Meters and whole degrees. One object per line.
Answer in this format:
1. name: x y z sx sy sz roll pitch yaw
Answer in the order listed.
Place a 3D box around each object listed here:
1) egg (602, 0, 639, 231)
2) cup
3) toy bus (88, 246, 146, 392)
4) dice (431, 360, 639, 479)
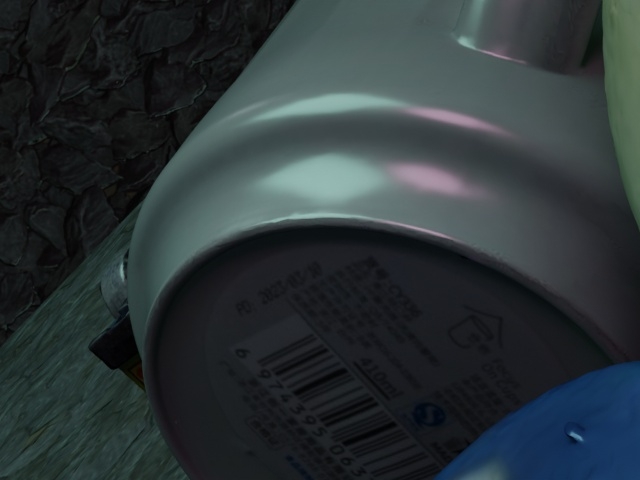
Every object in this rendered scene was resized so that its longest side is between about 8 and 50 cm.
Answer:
1. egg: 0.169 -0.058 0.415 0.174 0.264 0.286 -45 14 28
2. cup: 0.087 -0.058 0.600 0.327 0.236 0.323 -59 -17 -47
3. toy bus: 0.000 0.000 0.912 0.138 0.175 0.288 -37 16 35
4. dice: 0.084 0.125 0.378 0.143 0.146 0.146 -41 14 11
